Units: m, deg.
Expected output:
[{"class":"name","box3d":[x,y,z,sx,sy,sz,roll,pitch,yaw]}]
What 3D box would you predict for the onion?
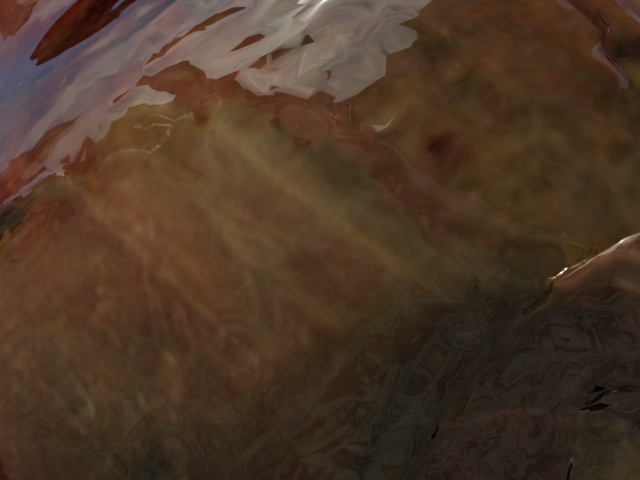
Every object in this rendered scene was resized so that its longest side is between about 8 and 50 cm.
[{"class":"onion","box3d":[0.027,0.019,0.475,0.353,0.354,0.354,19,-34,13]}]
